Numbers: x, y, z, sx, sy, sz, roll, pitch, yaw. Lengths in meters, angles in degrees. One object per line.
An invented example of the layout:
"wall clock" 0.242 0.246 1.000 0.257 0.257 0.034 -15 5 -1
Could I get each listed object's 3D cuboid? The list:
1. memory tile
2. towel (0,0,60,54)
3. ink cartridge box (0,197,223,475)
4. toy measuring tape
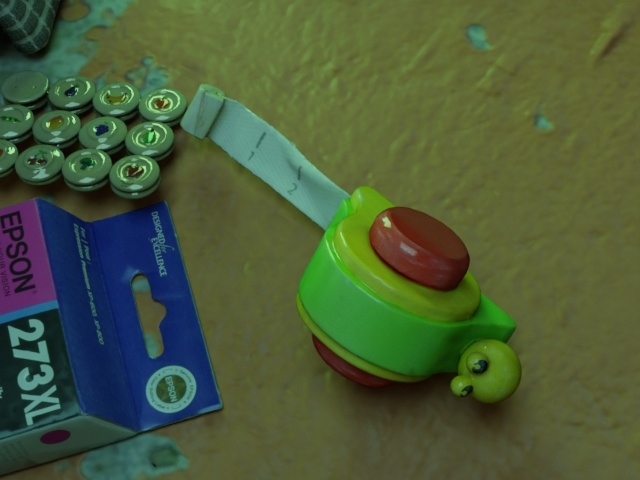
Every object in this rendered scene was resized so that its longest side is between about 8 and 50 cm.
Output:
"memory tile" -0.179 -0.081 1.196 0.148 0.012 0.113 7 48 12
"towel" -0.241 -0.304 1.215 0.121 0.235 0.284 13 64 7
"ink cartridge box" -0.268 0.083 1.109 0.371 0.069 0.176 -15 61 -4
"toy measuring tape" 0.000 0.000 1.084 0.121 0.121 0.330 -43 66 -15
